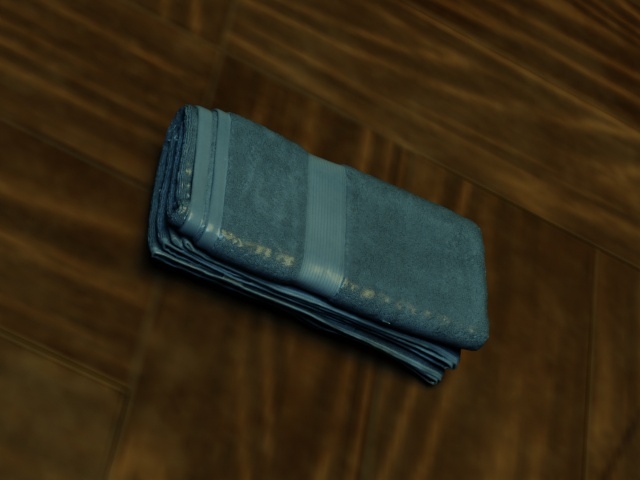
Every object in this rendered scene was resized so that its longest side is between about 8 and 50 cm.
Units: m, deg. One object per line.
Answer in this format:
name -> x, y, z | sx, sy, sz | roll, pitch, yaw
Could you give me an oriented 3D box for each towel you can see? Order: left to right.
towel -> 0.000, 0.000, 0.665 | 0.119, 0.029, 0.067 | 22, 44, -18
